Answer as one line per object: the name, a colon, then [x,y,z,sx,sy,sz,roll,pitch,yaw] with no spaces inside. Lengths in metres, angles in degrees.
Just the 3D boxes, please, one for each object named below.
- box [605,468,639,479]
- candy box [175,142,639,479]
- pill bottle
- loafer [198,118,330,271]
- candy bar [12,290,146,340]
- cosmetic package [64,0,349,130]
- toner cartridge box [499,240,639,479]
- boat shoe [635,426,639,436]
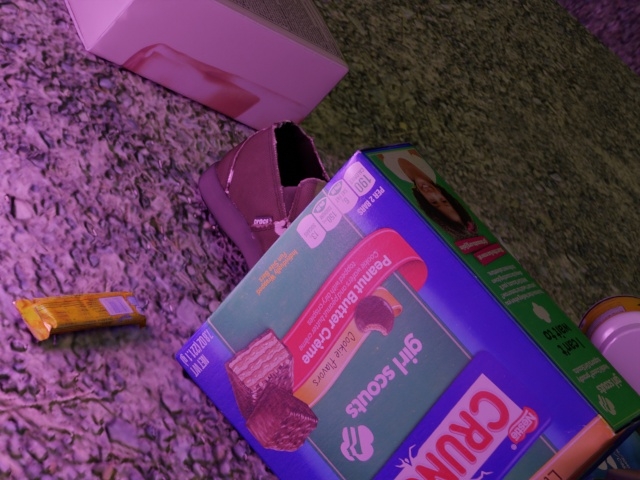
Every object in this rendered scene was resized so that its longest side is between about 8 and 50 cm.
box: [0.336,0.334,1.622,0.213,0.243,0.117,12,-1,37]
candy box: [0.075,0.121,1.637,0.317,0.268,0.122,47,25,12]
pill bottle: [0.365,0.135,2.256,0.119,0.119,0.208,42,7,-3]
loafer: [0.000,0.000,1.870,0.134,0.130,0.366,18,25,-45]
candy bar: [-0.197,0.061,1.619,0.040,0.018,0.161,54,23,16]
cosmetic package: [-0.130,-0.243,2.152,0.296,0.129,0.153,25,29,-40]
toner cartridge box: [0.214,0.140,2.027,0.165,0.075,0.348,14,37,-51]
boat shoe: [0.462,0.221,2.318,0.121,0.119,0.335,44,24,1]
